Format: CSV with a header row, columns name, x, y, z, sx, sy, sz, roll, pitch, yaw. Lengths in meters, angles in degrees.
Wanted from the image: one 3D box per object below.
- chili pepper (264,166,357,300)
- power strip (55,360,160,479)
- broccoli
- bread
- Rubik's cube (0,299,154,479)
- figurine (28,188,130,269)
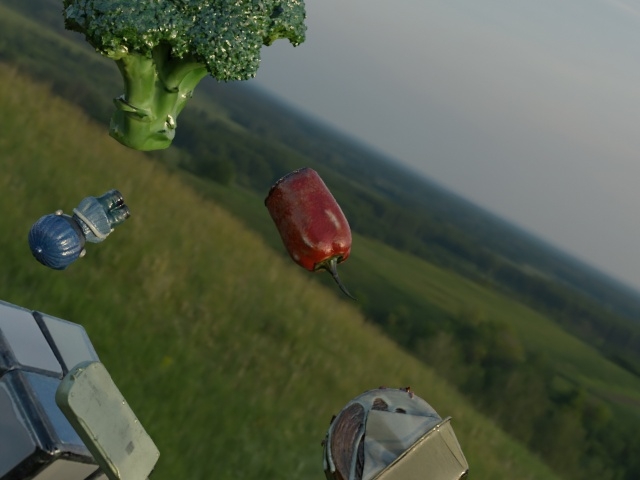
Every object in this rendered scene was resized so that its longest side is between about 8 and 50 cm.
name,x,y,z,sx,sy,sz,roll,pitch,yaw
chili pepper,0.000,0.000,1.741,0.192,0.086,0.084,60,12,20
power strip,-0.281,0.255,1.784,0.029,0.080,0.227,-1,-51,37
broccoli,-0.163,-0.213,1.377,0.254,0.269,0.269,38,9,29
bread,0.105,0.340,2.086,0.212,0.224,0.142,48,-17,16
Rubik's cube,-0.509,0.312,2.112,0.316,0.318,0.313,58,11,24
figurine,-0.304,-0.013,1.692,0.079,0.136,0.077,23,-41,66
